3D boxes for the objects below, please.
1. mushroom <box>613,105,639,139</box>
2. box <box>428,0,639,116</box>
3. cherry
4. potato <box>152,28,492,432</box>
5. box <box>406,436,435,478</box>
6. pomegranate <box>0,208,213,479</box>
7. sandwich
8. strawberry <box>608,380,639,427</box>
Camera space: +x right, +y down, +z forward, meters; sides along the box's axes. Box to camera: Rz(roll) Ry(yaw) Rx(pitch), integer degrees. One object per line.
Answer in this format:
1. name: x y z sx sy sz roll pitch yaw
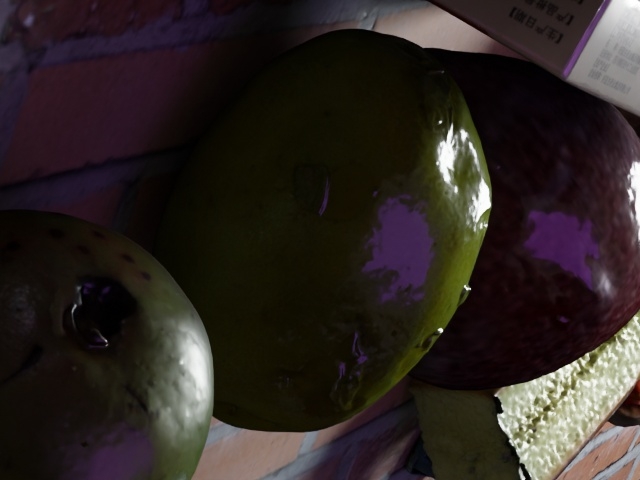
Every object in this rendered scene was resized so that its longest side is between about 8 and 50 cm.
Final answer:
1. mushroom: 0.276 -0.094 1.635 0.278 0.163 0.297 -31 146 -33
2. box: 0.125 -0.148 1.180 0.069 0.214 0.353 -61 157 11
3. cherry: 0.112 -0.016 1.325 0.230 0.203 0.300 -22 138 13
4. potato: 0.000 0.000 1.150 0.148 0.186 0.253 -78 -174 -75
5. box: 0.129 0.199 1.826 0.074 0.054 0.099 -58 158 3
6. pomegranate: -0.143 0.089 0.976 0.179 0.179 0.210 -42 153 -34
7. sandwich: 0.195 0.121 1.733 0.235 0.128 0.122 -38 117 -35
8. strawberry: 0.328 0.015 1.912 0.265 0.149 0.336 -17 124 -49
